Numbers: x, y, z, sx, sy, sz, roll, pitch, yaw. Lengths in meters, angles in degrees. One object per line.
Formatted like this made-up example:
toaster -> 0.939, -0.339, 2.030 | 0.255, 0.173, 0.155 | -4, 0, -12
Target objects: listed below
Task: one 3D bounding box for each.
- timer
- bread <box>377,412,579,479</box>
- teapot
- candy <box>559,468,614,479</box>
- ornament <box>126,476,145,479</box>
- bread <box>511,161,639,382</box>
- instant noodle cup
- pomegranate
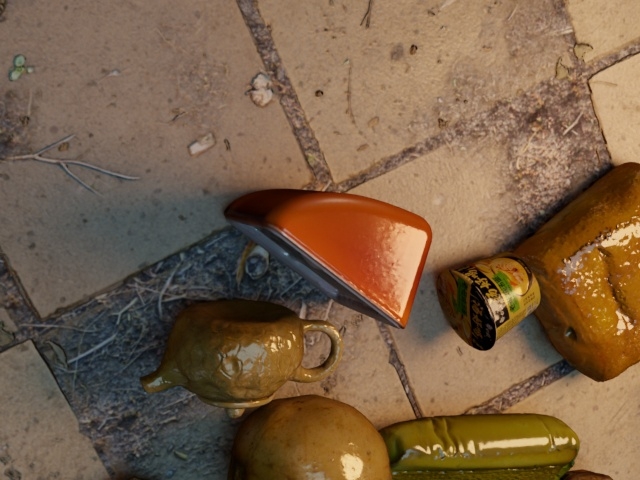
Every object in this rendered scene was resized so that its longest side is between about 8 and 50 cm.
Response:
timer -> 0.000, 0.000, 1.157 | 0.250, 0.257, 0.161 | 22, 87, -21
bread -> 0.263, 0.366, 1.375 | 0.383, 0.112, 0.166 | 2, 138, -16
teapot -> -0.114, 0.185, 1.182 | 0.311, 0.203, 0.167 | -1, 99, -21
candy -> 0.433, 0.536, 1.458 | 0.101, 0.143, 0.271 | 43, 82, 4
ornament -> -0.340, 0.469, 1.235 | 0.180, 0.059, 0.201 | 16, 86, 3
bread -> 0.535, 0.067, 1.385 | 0.337, 0.148, 0.328 | -35, 108, -7
instant noodle cup -> 0.286, 0.096, 1.325 | 0.122, 0.151, 0.151 | -23, 107, -22
pomegranate -> -0.018, 0.370, 1.228 | 0.260, 0.260, 0.260 | -3, 102, -16
